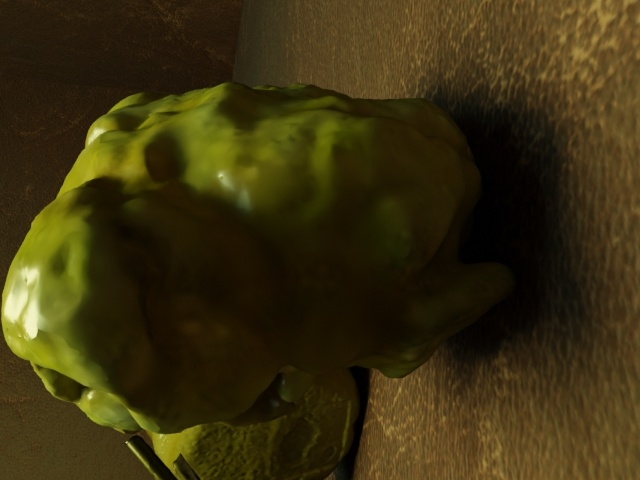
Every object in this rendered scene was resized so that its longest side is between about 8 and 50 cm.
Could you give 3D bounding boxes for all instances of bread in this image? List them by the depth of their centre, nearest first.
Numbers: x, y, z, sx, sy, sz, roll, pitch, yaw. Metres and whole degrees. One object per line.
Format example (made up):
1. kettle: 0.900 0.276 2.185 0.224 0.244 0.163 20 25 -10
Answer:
1. bread: -0.083 0.208 0.797 0.148 0.269 0.270 -126 39 -58

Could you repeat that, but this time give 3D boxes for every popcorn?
1. popcorn: -0.048 -0.008 0.474 0.293 0.334 0.292 57 164 14

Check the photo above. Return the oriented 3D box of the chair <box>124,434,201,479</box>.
1. chair: -0.029 0.278 0.363 0.325 0.160 0.170 43 162 16
